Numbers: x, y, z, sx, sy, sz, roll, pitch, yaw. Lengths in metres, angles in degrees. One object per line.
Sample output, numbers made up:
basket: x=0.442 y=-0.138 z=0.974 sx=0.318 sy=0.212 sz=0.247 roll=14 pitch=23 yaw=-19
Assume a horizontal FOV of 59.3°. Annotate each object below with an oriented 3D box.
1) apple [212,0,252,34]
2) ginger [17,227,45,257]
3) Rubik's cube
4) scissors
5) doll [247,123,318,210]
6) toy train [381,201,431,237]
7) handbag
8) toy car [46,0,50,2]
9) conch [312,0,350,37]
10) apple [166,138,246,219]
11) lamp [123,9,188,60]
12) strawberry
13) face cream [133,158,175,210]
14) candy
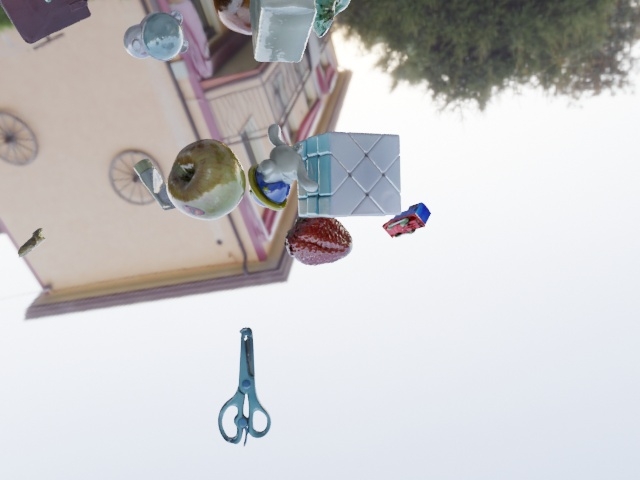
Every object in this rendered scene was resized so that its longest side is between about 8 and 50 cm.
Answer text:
apple: x=-0.240 y=-0.785 z=1.800 sx=0.229 sy=0.230 sz=0.230 roll=-14 pitch=-150 yaw=8
ginger: x=-1.006 y=0.009 z=1.968 sx=0.057 sy=0.044 sz=0.137 roll=12 pitch=-143 yaw=1
Rubik's cube: x=0.106 y=-0.249 z=2.215 sx=0.318 sy=0.322 sz=0.316 roll=-3 pitch=-175 yaw=-25
scissors: x=-0.252 y=0.485 z=1.878 sx=0.180 sy=0.393 sz=0.032 roll=0 pitch=176 yaw=2
doll: x=-0.168 y=-0.253 z=1.943 sx=0.159 sy=0.311 sz=0.242 roll=-1 pitch=153 yaw=-38
toy train: x=0.379 y=-0.084 z=2.476 sx=0.204 sy=0.083 sz=0.131 roll=-18 pitch=-147 yaw=52
handbag: x=-0.970 y=-0.848 z=1.971 sx=0.275 sy=0.260 sz=0.084 roll=-35 pitch=-111 yaw=-15
toy car: x=-0.872 y=-0.763 z=1.675 sx=0.093 sy=0.058 sz=0.186 roll=28 pitch=-166 yaw=4
conch: x=0.023 y=-0.787 z=1.859 sx=0.122 sy=0.176 sz=0.188 roll=27 pitch=-126 yaw=11
apple: x=-0.341 y=-0.181 z=1.693 sx=0.260 sy=0.261 sz=0.194 roll=8 pitch=175 yaw=38
lamp: x=-0.622 y=-0.769 z=2.138 sx=0.246 sy=0.180 sz=0.108 roll=-26 pitch=-144 yaw=-27
strawberry: x=0.000 y=0.000 z=2.482 sx=0.288 sy=0.250 sz=0.238 roll=21 pitch=-171 yaw=6
face cream: x=-0.646 y=-0.213 z=2.216 sx=0.070 sy=0.224 sz=0.114 roll=-37 pitch=176 yaw=27
candy: x=-0.106 y=-0.634 z=1.496 sx=0.145 sy=0.208 sz=0.358 roll=-4 pitch=177 yaw=-10
